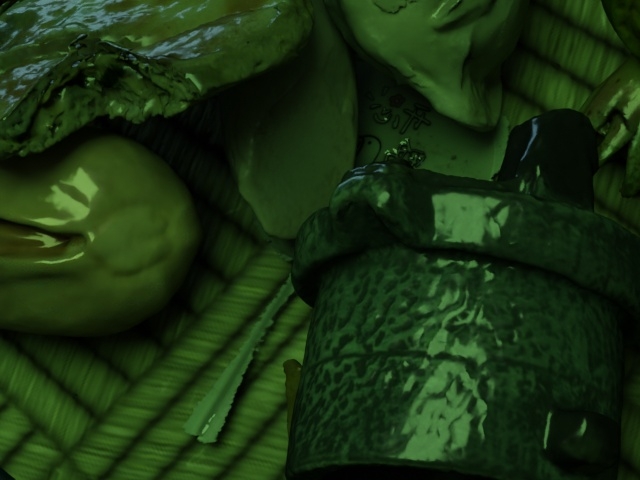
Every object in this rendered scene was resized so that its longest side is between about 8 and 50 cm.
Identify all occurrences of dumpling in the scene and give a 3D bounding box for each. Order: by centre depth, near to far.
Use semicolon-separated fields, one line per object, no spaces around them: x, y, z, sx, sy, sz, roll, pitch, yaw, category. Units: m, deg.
0.094;-0.260;1.518;0.187;0.318;0.243;-4;19;15;dumpling

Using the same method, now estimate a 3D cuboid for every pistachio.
-0.244;-0.015;1.536;0.299;0.187;0.187;8;66;27;pistachio

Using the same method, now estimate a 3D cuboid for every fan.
0.000;0.000;1.530;0.233;0.012;0.414;25;71;30;fan

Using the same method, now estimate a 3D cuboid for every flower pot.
0.104;0.057;1.303;0.299;0.299;0.282;3;69;19;flower pot

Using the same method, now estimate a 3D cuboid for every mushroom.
-0.025;-0.164;1.556;0.128;0.128;0.350;-5;56;15;mushroom

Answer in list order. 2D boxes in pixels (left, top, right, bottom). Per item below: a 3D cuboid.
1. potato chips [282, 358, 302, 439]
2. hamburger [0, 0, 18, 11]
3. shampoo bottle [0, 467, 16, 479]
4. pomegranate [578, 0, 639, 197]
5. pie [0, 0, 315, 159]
-0.015;0.286;1.363;0.080;0.057;0.407;-6;62;30;potato chips
-0.400;-0.201;1.643;0.244;0.244;0.163;-9;65;13;hamburger
-0.293;0.329;1.264;0.331;0.342;0.331;-8;61;14;shampoo bottle
0.316;-0.174;1.424;0.236;0.236;0.302;48;118;31;pomegranate
-0.157;-0.175;1.477;0.338;0.075;0.337;-15;34;11;pie
